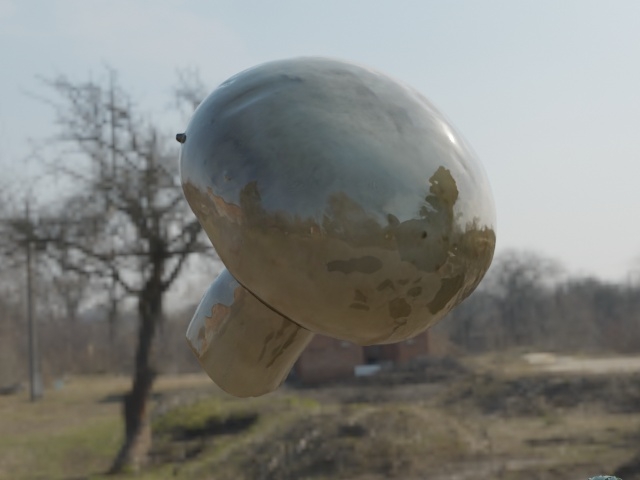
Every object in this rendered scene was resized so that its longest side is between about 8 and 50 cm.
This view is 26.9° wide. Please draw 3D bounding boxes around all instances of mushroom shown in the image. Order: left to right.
[{"bbox_3d":[0.000,0.000,1.171,0.292,0.292,0.290,1,-47,-34],"label":"mushroom"}]

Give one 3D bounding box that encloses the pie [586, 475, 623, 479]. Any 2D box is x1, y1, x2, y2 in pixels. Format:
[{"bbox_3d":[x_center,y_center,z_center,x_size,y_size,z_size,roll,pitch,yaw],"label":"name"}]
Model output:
[{"bbox_3d":[0.119,0.208,0.618,0.248,0.201,0.090,-22,-24,-2],"label":"pie"}]
